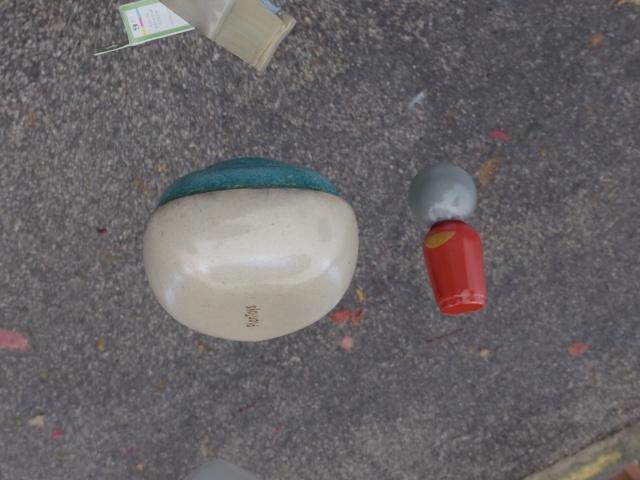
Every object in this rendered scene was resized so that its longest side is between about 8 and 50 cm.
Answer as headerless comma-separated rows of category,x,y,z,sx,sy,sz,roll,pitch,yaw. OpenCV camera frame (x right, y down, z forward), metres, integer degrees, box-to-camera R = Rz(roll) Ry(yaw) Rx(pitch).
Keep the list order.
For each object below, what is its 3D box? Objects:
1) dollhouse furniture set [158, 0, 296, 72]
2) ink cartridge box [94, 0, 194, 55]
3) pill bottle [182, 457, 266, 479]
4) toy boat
dollhouse furniture set,-0.074,-0.286,0.636,0.129,0.129,0.184,38,100,13
ink cartridge box,-0.255,-0.350,1.038,0.209,0.109,0.062,-18,115,-7
pill bottle,0.044,0.299,0.408,0.360,0.204,0.204,24,120,18
toy boat,0.000,0.000,0.620,0.318,0.148,0.267,-2,158,-11
